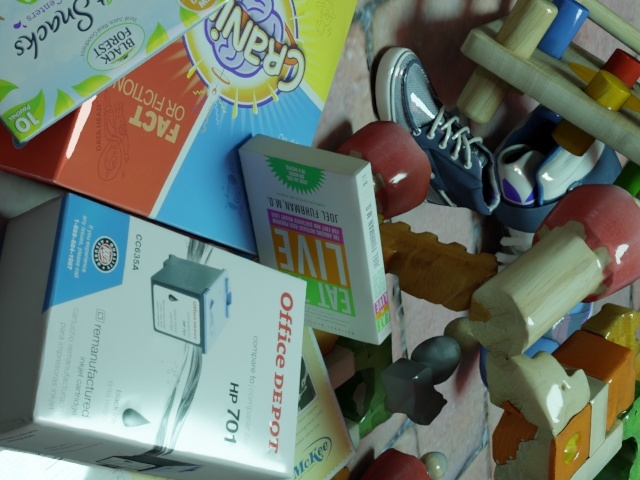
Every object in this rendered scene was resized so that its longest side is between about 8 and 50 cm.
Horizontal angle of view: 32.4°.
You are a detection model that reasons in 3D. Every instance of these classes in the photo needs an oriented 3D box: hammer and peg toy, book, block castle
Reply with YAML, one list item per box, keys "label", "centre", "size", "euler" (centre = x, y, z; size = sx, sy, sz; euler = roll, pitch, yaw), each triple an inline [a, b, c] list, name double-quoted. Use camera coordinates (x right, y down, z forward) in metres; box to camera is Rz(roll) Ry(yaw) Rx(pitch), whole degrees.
- label: "hammer and peg toy"
  centre: [0.281, -0.153, 1.102]
  size: [0.127, 0.266, 0.361]
  euler: [-60, 171, 24]
- label: "book"
  centre: [0.000, 0.000, 0.771]
  size: [0.035, 0.096, 0.144]
  euler: [-43, 137, -38]
- label: "block castle"
  centre: [0.129, 0.142, 0.965]
  size: [0.212, 0.303, 0.453]
  euler: [-32, 129, -39]

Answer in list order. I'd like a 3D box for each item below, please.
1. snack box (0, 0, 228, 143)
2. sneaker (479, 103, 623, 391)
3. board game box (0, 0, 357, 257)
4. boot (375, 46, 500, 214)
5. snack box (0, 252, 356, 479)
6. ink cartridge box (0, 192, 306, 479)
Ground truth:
- label: "snack box"
  centre: [-0.136, -0.132, 0.600]
  size: [0.141, 0.037, 0.100]
  euler: [-38, 103, -13]
- label: "sneaker"
  centre: [0.226, 0.003, 1.230]
  size: [0.236, 0.130, 0.323]
  euler: [38, 77, -44]
- label: "board game box"
  centre: [-0.070, -0.164, 0.745]
  size: [0.242, 0.064, 0.317]
  euler: [22, 85, -58]
- label: "boot"
  centre: [0.116, -0.101, 1.033]
  size: [0.069, 0.086, 0.190]
  euler: [-57, 144, -25]
- label: "snack box"
  centre: [-0.110, 0.154, 0.779]
  size: [0.322, 0.060, 0.187]
  euler: [-34, 112, -45]
- label: "ink cartridge box"
  centre: [-0.106, 0.070, 0.689]
  size: [0.190, 0.082, 0.140]
  euler: [21, 62, -37]
